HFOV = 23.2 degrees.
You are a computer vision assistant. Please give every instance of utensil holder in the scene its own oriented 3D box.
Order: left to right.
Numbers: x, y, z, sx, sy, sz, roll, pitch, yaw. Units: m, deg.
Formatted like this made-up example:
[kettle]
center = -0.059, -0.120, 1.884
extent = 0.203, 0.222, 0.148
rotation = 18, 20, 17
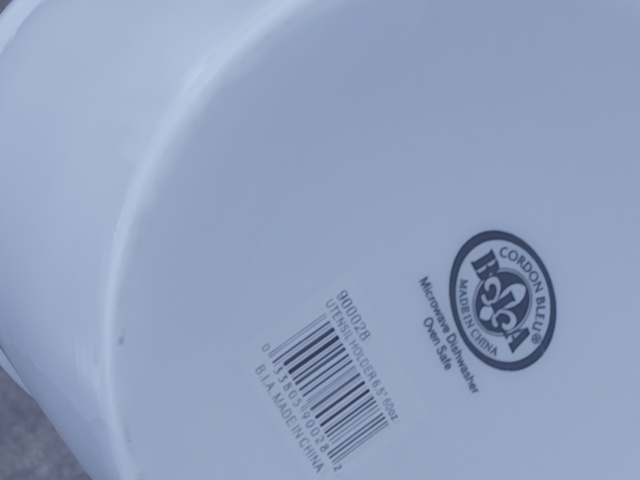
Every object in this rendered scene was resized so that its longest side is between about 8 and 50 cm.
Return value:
[utensil holder]
center = 0.000, 0.000, 0.774
extent = 0.327, 0.327, 0.385
rotation = -31, 19, -14
